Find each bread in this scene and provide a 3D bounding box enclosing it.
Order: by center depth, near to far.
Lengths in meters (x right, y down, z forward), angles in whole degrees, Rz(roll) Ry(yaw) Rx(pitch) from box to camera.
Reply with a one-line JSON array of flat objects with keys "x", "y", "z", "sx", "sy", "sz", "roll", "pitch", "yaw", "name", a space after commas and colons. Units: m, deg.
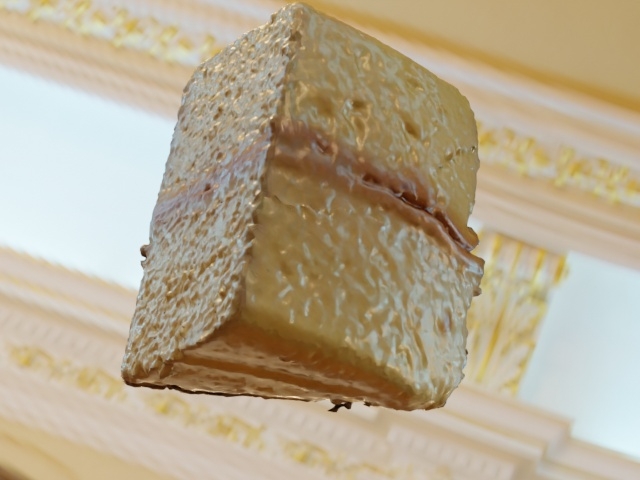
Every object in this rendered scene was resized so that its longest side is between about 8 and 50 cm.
[{"x": 0.000, "y": 0.000, "z": 1.154, "sx": 0.178, "sy": 0.240, "sz": 0.135, "roll": 26, "pitch": -32, "yaw": -28, "name": "bread"}]
